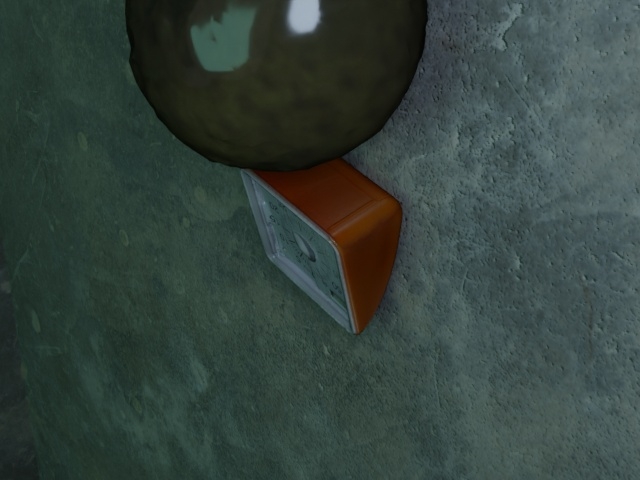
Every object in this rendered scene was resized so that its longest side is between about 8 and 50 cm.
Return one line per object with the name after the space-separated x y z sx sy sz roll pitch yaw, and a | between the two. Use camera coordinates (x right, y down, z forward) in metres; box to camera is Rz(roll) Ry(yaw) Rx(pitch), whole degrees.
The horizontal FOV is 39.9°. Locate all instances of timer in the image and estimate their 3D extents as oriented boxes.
0.000 0.000 1.454 0.257 0.161 0.250 40 142 34 | timer

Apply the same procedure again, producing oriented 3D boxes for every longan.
-0.049 -0.302 1.218 0.435 0.404 0.404 -37 74 24 | longan
